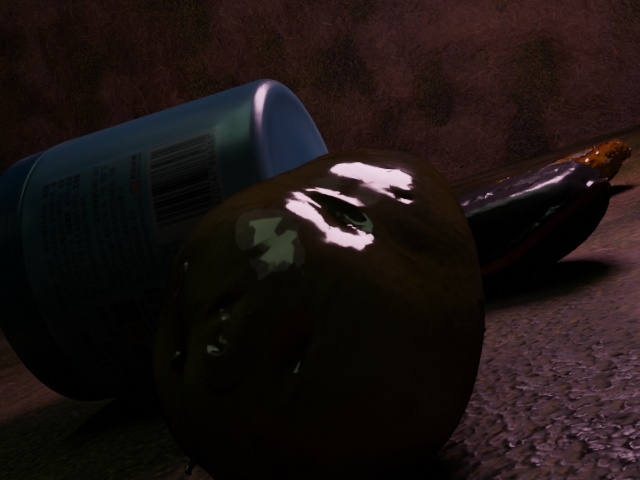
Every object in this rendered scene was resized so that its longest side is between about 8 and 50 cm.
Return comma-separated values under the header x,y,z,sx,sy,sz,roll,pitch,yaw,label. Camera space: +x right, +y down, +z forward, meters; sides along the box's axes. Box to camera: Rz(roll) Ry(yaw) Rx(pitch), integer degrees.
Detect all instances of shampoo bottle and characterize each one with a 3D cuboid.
x,y,z,sx,sy,sz,roll,pitch,yaw,label
-0.160,0.004,0.876,0.343,0.330,0.331,-15,6,17,shampoo bottle

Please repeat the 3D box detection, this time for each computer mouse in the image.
x,y,z,sx,sy,sz,roll,pitch,yaw,label
0.199,0.001,0.880,0.324,0.116,0.183,-20,2,26,computer mouse

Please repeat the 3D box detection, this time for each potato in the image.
x,y,z,sx,sy,sz,roll,pitch,yaw,label
0.009,0.033,0.523,0.218,0.202,0.351,-31,14,35,potato

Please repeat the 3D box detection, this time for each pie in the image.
x,y,z,sx,sy,sz,roll,pitch,yaw,label
0.427,-0.102,1.361,0.309,0.085,0.308,-21,1,1,pie
